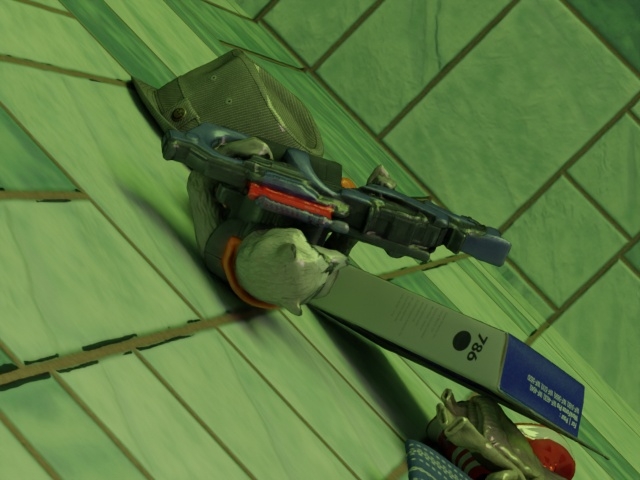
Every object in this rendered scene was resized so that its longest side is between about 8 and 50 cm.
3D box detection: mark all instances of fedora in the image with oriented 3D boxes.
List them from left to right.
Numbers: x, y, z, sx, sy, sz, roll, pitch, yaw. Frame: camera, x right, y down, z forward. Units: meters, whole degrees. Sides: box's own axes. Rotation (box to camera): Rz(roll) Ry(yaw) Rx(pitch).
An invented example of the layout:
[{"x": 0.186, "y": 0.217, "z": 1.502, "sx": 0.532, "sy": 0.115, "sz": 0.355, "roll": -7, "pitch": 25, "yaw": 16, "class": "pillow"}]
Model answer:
[{"x": -0.090, "y": -0.138, "z": 1.967, "sx": 0.244, "sy": 0.124, "sz": 0.275, "roll": 38, "pitch": 12, "yaw": -38, "class": "fedora"}]

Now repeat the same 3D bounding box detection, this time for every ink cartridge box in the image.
[{"x": 0.149, "y": 0.117, "z": 1.736, "sx": 0.333, "sy": 0.065, "sz": 0.165, "roll": 25, "pitch": -6, "yaw": 43, "class": "ink cartridge box"}]

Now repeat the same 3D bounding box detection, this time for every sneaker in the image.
[{"x": 0.207, "y": 0.254, "z": 1.754, "sx": 0.221, "sy": 0.087, "sz": 0.128, "roll": 21, "pitch": 32, "yaw": -40, "class": "sneaker"}]

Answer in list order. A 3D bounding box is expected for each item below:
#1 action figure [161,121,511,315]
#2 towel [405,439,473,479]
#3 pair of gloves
[{"x": 0.000, "y": 0.000, "z": 1.641, "sx": 0.341, "sy": 0.178, "sz": 0.330, "roll": 20, "pitch": 16, "yaw": 0, "class": "action figure"}, {"x": 0.156, "y": 0.304, "z": 1.322, "sx": 0.243, "sy": 0.040, "sz": 0.336, "roll": 41, "pitch": 15, "yaw": -11, "class": "towel"}, {"x": 0.187, "y": 0.247, "z": 1.573, "sx": 0.204, "sy": 0.042, "sz": 0.240, "roll": 41, "pitch": 25, "yaw": -17, "class": "pair of gloves"}]
